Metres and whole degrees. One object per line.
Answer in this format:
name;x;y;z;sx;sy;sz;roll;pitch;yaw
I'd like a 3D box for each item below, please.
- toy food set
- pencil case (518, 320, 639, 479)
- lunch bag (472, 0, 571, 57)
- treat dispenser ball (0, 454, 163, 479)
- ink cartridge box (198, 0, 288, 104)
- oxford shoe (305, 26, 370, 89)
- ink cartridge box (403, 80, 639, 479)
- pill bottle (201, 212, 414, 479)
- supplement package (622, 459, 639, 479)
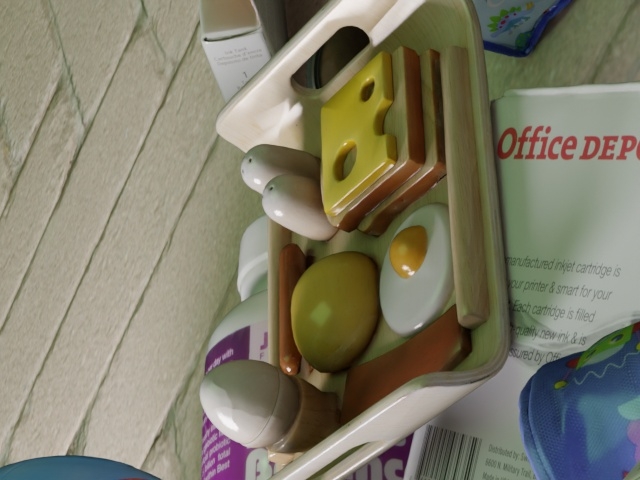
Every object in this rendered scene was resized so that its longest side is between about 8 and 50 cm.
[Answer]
toy food set;0.000;0.000;1.138;0.220;0.092;0.306;-41;41;44
pencil case;0.237;0.053;0.803;0.306;0.133;0.119;-27;8;24
lunch bag;0.086;-0.207;1.330;0.096;0.151;0.129;-51;35;41
treat dispenser ball;-0.188;0.304;1.457;0.288;0.288;0.288;-42;41;50
ink cartridge box;-0.080;-0.270;1.665;0.239;0.060;0.275;68;-167;-52
oxford shoe;0.046;-0.094;1.460;0.096;0.083;0.227;-33;45;29
ink cartridge box;0.161;0.081;1.039;0.223;0.129;0.307;6;82;65
pill bottle;0.006;0.132;1.288;0.169;0.169;0.301;-42;41;50
supplement package;0.246;0.058;0.659;0.244;0.134;0.139;-38;84;24
